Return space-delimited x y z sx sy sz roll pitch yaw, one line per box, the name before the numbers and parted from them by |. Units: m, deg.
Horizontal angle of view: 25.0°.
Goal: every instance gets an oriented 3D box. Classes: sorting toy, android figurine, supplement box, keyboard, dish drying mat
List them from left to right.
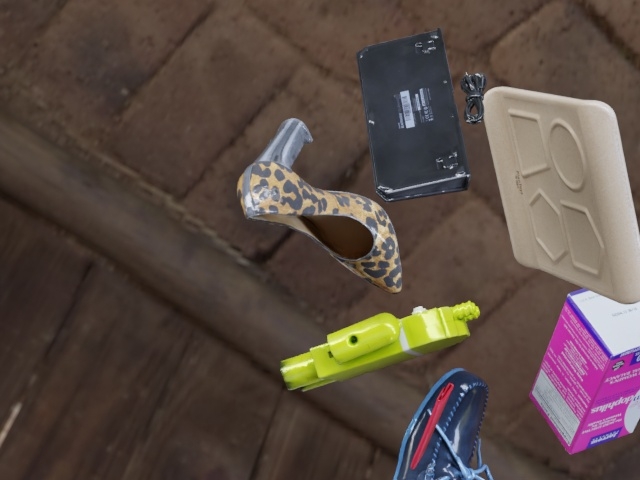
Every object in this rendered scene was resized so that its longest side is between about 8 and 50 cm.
android figurine | 0.085 0.140 1.955 0.273 0.248 0.056 -21 79 10
keyboard | 0.092 -0.109 1.229 0.108 0.180 0.023 -12 141 8
dish drying mat | 0.098 0.165 1.286 0.008 0.032 0.083 26 124 10
sorting toy | 0.234 -0.049 1.369 0.038 0.208 0.193 -20 106 -19
supplement box | 0.371 0.165 1.912 0.111 0.114 0.220 -16 143 -23

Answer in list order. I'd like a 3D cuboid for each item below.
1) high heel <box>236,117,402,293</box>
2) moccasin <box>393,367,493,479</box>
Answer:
high heel | 0.000 0.000 1.704 0.093 0.186 0.261 -27 109 32
moccasin | 0.176 0.353 2.036 0.117 0.138 0.342 28 106 43
